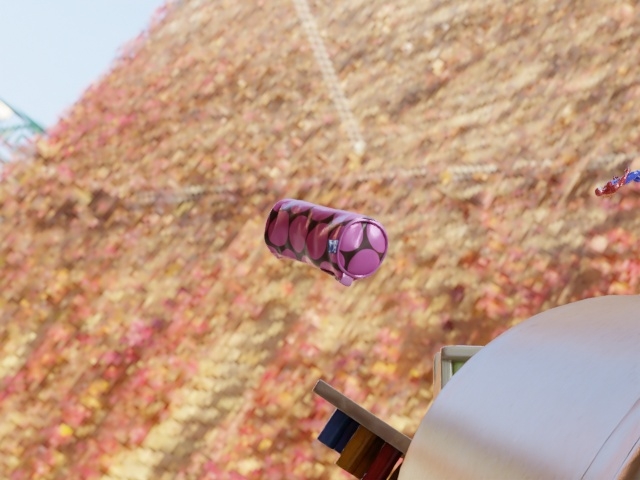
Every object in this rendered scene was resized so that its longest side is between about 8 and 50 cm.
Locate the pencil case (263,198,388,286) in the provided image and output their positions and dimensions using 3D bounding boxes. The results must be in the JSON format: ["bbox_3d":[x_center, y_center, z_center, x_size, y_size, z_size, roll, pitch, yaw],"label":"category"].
[{"bbox_3d":[0.000,0.000,1.828,0.095,0.098,0.209,18,-1,-31],"label":"pencil case"}]

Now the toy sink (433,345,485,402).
[{"bbox_3d":[0.234,0.224,1.799,0.153,0.234,0.131,3,-37,2],"label":"toy sink"}]

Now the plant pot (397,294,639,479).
[{"bbox_3d":[0.171,0.139,0.481,0.334,0.334,0.305,41,-7,-12],"label":"plant pot"}]

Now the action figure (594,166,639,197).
[{"bbox_3d":[0.435,-0.087,1.882,0.030,0.115,0.038,59,-29,7],"label":"action figure"}]

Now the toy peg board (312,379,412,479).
[{"bbox_3d":[0.068,0.228,1.278,0.161,0.079,0.161,29,-8,38],"label":"toy peg board"}]
